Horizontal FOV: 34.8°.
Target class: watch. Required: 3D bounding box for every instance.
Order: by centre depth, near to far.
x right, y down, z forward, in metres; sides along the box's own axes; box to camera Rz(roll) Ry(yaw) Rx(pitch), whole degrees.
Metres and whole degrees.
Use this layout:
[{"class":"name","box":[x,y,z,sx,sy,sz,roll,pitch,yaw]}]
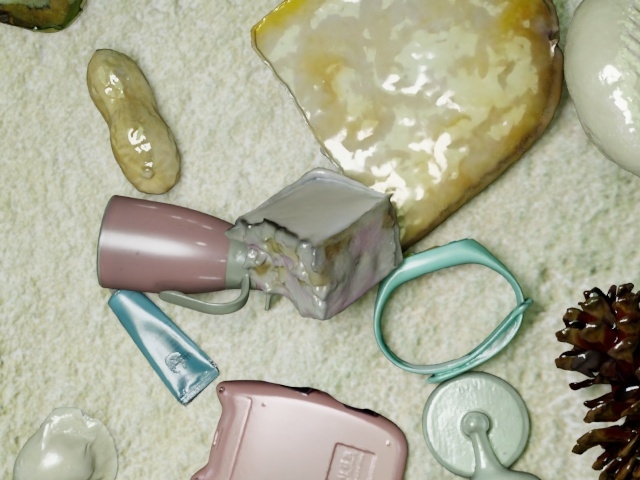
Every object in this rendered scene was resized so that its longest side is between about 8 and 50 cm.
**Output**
[{"class":"watch","box":[0.192,0.100,1.512,0.237,0.068,0.195,-19,86,5]}]

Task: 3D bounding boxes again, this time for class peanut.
[{"class":"peanut","box":[-0.300,-0.194,1.636,0.101,0.117,0.263,-19,74,-15]}]

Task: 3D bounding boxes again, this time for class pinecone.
[{"class":"pinecone","box":[0.426,0.192,1.385,0.246,0.246,0.292,-28,61,5]}]

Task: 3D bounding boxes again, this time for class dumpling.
[{"class":"dumpling","box":[-0.392,0.353,1.572,0.155,0.181,0.111,16,44,-16]}]

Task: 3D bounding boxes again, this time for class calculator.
[{"class":"calculator","box":[-0.026,0.332,1.532,0.329,0.048,0.220,14,82,10]}]

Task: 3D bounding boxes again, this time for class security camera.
[{"class":"security camera","box":[0.244,0.336,1.472,0.157,0.080,0.301,-17,75,7]}]

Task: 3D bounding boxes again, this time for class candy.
[{"class":"candy","box":[0.000,0.000,1.470,0.195,0.137,0.185,-36,41,-30]}]

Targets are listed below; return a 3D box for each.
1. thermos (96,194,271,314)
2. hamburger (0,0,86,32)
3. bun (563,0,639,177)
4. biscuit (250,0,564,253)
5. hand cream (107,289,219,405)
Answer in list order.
[{"class":"thermos","box":[-0.200,0.029,1.562,0.265,0.146,0.176,9,52,2]},{"class":"hamburger","box":[-0.488,-0.485,1.706,0.285,0.134,0.265,21,78,7]},{"class":"bun","box":[0.509,-0.239,1.444,0.365,0.219,0.365,1,85,-6]},{"class":"biscuit","box":[0.145,-0.267,1.570,0.446,0.104,0.429,-40,79,4]},{"class":"hand cream","box":[-0.259,0.152,1.609,0.083,0.048,0.224,-43,81,0]}]
